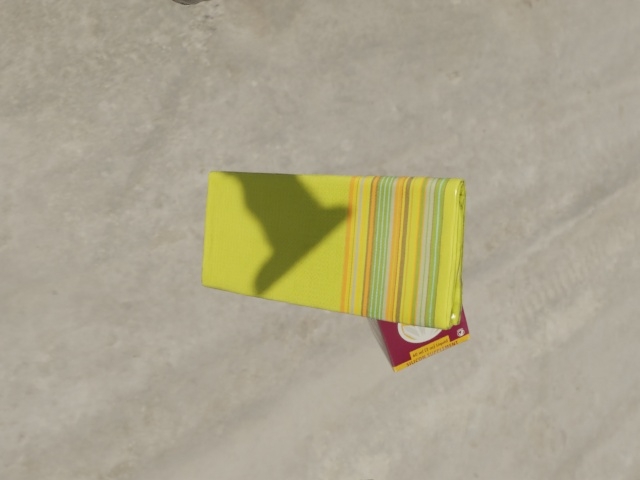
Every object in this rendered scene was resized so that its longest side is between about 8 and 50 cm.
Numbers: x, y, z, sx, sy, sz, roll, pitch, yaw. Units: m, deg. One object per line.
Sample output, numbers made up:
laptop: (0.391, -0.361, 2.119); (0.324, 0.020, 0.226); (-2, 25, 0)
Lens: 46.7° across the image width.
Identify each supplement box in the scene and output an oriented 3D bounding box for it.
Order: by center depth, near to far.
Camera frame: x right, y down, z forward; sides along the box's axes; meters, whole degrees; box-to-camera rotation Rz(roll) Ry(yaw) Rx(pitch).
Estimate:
supplement box: (0.097, 0.047, 0.862); (0.104, 0.081, 0.188); (-24, 123, -5)

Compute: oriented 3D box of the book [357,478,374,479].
book: (0.029, 0.267, 0.554); (0.035, 0.096, 0.144); (14, 107, -38)

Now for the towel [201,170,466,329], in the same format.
towel: (0.000, 0.000, 0.562); (0.021, 0.237, 0.102); (4, 92, -53)

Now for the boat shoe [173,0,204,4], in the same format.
boat shoe: (-0.112, -0.447, 0.893); (0.112, 0.095, 0.335); (8, 104, -48)
